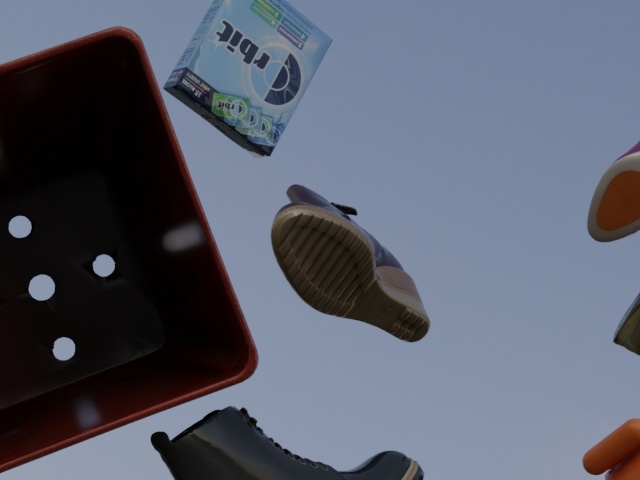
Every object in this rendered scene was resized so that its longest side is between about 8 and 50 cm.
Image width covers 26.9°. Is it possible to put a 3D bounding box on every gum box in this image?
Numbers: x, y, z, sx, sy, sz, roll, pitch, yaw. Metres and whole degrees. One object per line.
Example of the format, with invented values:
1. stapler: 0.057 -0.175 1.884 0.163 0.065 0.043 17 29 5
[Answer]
1. gum box: -0.089 -0.223 1.683 0.157 0.184 0.041 36 -20 -28

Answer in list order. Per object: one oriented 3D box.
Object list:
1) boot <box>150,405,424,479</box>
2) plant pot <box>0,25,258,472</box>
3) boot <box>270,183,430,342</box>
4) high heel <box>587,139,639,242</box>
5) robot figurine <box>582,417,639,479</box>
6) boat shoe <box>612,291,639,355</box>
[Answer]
1. boot: -0.019 0.164 0.992 0.077 0.198 0.137 -31 -95 46
2. plant pot: -0.224 0.028 1.030 0.236 0.267 0.267 137 -68 -79
3. boot: 0.000 0.000 1.399 0.248 0.090 0.207 40 8 -40
4. high heel: 0.389 -0.099 1.500 0.082 0.117 0.244 36 -73 12
5. robot figurine: 0.358 0.251 1.358 0.158 0.219 0.128 26 14 -42
6. boat shoe: 0.397 0.070 1.561 0.048 0.056 0.153 31 -64 7
